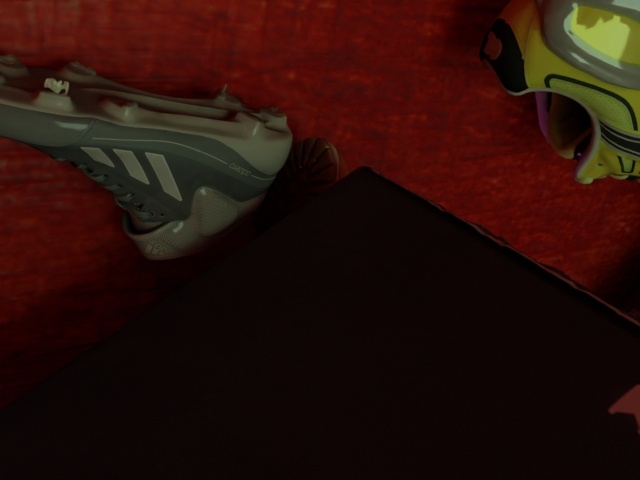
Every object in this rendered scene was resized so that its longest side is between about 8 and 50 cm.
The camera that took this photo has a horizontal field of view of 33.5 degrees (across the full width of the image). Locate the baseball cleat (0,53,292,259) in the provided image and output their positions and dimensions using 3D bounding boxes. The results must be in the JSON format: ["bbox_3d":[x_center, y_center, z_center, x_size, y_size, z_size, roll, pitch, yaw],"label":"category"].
[{"bbox_3d":[-0.106,-0.038,0.583,0.206,0.072,0.109,5,118,-37],"label":"baseball cleat"}]

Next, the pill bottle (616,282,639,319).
[{"bbox_3d":[0.376,0.084,0.975,0.323,0.181,0.181,-43,134,-12],"label":"pill bottle"}]

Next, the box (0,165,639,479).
[{"bbox_3d":[-0.017,0.305,0.603,0.480,0.297,0.471,-34,133,-19],"label":"box"}]

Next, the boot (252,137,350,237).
[{"bbox_3d":[0.000,0.000,0.707,0.085,0.059,0.157,-12,130,-38],"label":"boot"}]

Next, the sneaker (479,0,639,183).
[{"bbox_3d":[0.247,-0.104,0.815,0.147,0.145,0.385,-40,135,14],"label":"sneaker"}]
